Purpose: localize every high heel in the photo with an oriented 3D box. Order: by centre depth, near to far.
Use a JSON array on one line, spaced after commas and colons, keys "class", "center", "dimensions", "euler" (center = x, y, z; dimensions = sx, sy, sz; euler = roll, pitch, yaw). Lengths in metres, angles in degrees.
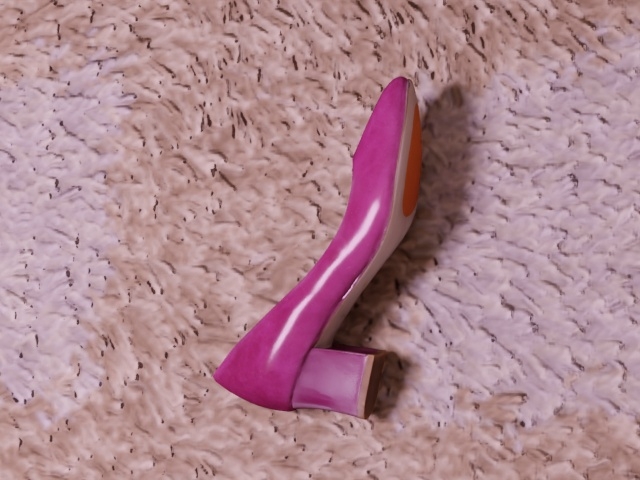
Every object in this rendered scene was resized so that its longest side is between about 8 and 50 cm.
[{"class": "high heel", "center": [0.000, 0.000, 1.361], "dimensions": [0.117, 0.082, 0.244], "euler": [11, 96, 14]}]
